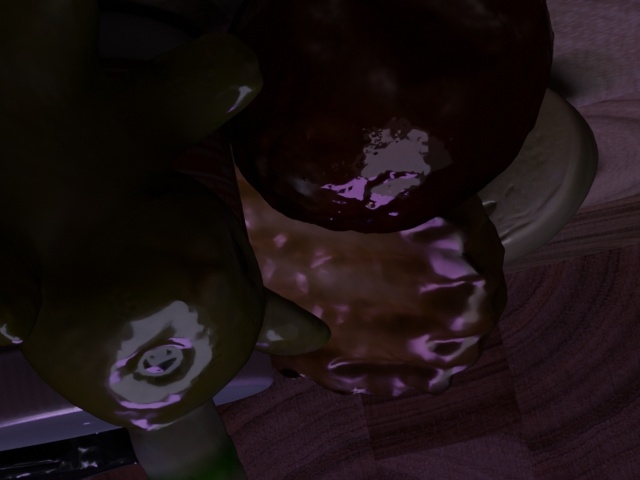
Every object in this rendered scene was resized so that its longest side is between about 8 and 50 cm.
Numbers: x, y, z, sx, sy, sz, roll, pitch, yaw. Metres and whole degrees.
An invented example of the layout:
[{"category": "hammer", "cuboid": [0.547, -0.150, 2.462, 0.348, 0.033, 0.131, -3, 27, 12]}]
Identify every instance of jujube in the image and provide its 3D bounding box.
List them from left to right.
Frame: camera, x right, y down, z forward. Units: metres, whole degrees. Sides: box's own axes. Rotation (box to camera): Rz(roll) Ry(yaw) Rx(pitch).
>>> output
[{"category": "jujube", "cuboid": [0.024, -0.087, 0.658, 0.190, 0.190, 0.255, -8, 174, -22]}]

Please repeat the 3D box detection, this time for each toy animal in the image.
[{"category": "toy animal", "cuboid": [-0.099, -0.001, 0.535, 0.181, 0.363, 0.180, -49, -172, -26]}]

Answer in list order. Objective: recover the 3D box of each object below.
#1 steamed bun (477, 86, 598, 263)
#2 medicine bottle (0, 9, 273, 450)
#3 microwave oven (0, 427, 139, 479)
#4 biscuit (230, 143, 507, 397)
[{"category": "steamed bun", "cuboid": [0.137, -0.047, 1.066, 0.250, 0.154, 0.200, -12, 170, 16]}, {"category": "medicine bottle", "cuboid": [-0.174, 0.004, 0.742, 0.253, 0.240, 0.252, -11, 169, -2]}, {"category": "microwave oven", "cuboid": [-0.363, 0.109, 1.004, 0.355, 0.286, 0.218, 2, 162, -39]}, {"category": "biscuit", "cuboid": [0.000, 0.000, 0.938, 0.326, 0.107, 0.325, 15, 140, 13]}]
